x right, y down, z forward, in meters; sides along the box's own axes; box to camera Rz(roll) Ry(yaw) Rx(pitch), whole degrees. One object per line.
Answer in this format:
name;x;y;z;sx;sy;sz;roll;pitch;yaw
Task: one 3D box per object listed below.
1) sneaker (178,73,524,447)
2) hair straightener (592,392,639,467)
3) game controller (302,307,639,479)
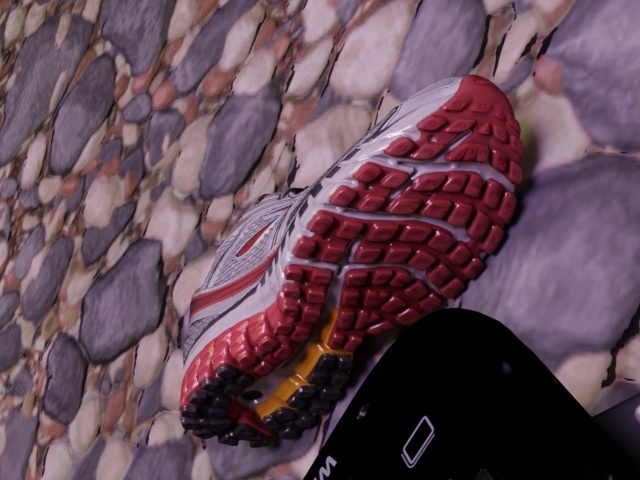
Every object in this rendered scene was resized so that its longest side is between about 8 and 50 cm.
sneaker;0.000;0.000;0.591;0.225;0.088;0.092;-44;40;32
hair straightener;0.134;0.055;0.381;0.230;0.089;0.047;-29;78;38
game controller;-0.009;0.176;0.390;0.319;0.067;0.166;-59;35;13
